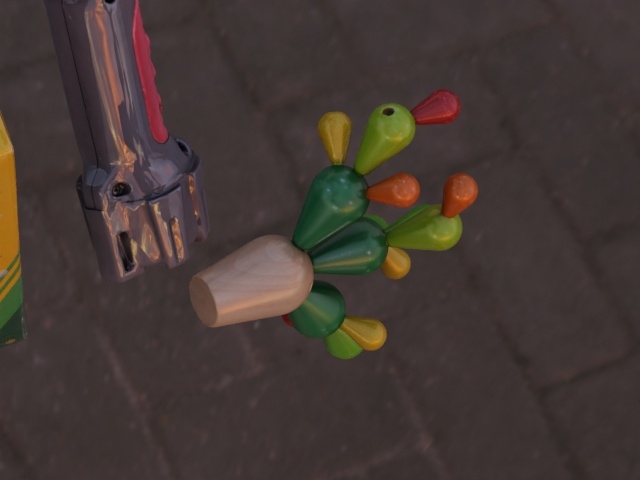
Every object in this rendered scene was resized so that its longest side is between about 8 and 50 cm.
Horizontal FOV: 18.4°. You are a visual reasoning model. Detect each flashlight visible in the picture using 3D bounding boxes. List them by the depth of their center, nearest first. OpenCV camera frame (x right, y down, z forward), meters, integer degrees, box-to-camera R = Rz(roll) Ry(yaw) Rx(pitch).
[{"bbox_3d":[-0.129,-0.131,1.269,0.103,0.304,0.103,-14,32,-5],"label":"flashlight"}]

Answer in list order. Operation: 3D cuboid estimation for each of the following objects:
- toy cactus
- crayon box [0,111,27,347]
[{"bbox_3d":[0.000,0.000,1.225,0.180,0.219,0.112,-20,64,-29],"label":"toy cactus"},{"bbox_3d":[-0.286,-0.005,1.172,0.203,0.323,0.083,-18,66,-14],"label":"crayon box"}]
